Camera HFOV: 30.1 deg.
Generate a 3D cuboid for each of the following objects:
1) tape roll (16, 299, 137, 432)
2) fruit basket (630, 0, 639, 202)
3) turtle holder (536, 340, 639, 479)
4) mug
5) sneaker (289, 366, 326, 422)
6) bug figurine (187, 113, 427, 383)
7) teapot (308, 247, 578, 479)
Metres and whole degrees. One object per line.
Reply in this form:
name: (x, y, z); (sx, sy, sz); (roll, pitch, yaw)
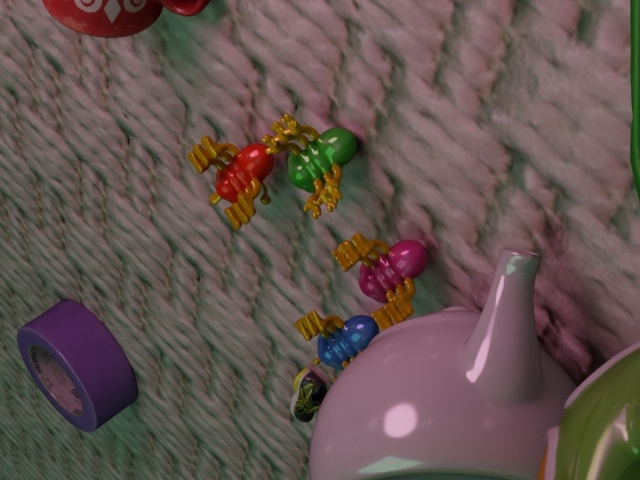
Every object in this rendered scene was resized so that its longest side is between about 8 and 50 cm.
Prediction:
tape roll: (-0.363, 0.187, 1.773); (0.189, 0.080, 0.189); (33, 143, 30)
fruit basket: (0.317, -0.027, 0.452); (0.392, 0.392, 0.283); (23, 134, 41)
turtle holder: (0.233, 0.187, 0.741); (0.243, 0.320, 0.227); (49, 163, 3)
mug: (-0.167, -0.278, 1.051); (0.169, 0.150, 0.113); (109, 156, -49)
sneaker: (-0.012, 0.180, 1.335); (0.035, 0.031, 0.083); (33, 144, 30)
bug figurine: (0.000, 0.000, 1.102); (0.279, 0.072, 0.216); (59, 143, 1)
teapot: (0.110, 0.145, 0.994); (0.256, 0.187, 0.252); (-16, 142, 28)
